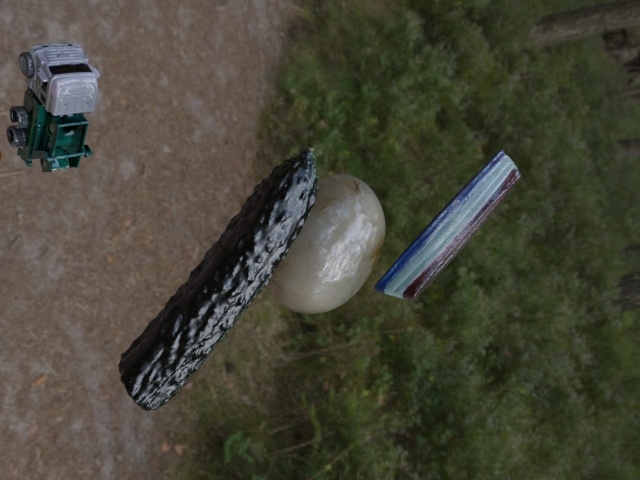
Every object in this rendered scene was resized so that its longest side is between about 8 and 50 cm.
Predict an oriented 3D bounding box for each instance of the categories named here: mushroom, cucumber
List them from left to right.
[{"bbox_3d":[-0.090,0.034,0.676,0.300,0.072,0.072,-51,156,1],"label":"cucumber"},{"bbox_3d":[0.000,0.000,1.042,0.226,0.178,0.226,-43,154,-26],"label":"mushroom"}]

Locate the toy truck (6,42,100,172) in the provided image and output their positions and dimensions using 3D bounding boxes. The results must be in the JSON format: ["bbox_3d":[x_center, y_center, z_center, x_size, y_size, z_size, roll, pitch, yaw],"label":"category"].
[{"bbox_3d":[-0.412,-0.195,1.081,0.110,0.216,0.116,-18,60,-42],"label":"toy truck"}]

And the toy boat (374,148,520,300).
[{"bbox_3d":[0.154,-0.013,0.807,0.229,0.046,0.080,-46,160,-15],"label":"toy boat"}]
